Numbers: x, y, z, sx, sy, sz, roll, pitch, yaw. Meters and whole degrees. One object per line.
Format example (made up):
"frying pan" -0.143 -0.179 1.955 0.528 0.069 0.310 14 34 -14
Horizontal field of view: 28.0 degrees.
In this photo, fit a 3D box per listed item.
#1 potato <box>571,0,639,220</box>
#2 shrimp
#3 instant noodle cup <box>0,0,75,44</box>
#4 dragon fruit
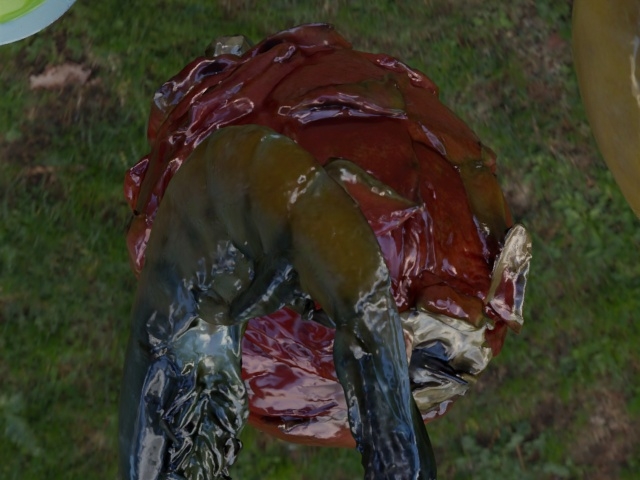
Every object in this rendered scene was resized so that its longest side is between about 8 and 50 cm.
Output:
"potato" 0.220 -0.085 0.694 0.150 0.146 0.234 -16 92 5
"shrimp" -0.030 0.091 0.515 0.051 0.198 0.262 1 113 -32
"instant noodle cup" -0.277 -0.322 0.931 0.293 0.308 0.294 -6 117 -11
"dragon fruit" 0.000 0.000 0.895 0.277 0.343 0.277 -19 146 -14
